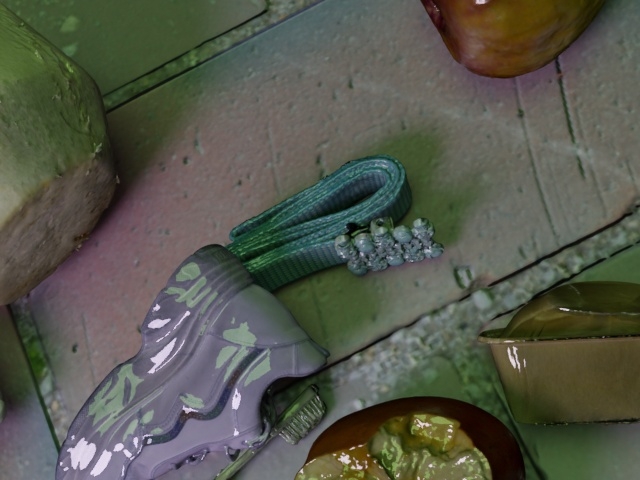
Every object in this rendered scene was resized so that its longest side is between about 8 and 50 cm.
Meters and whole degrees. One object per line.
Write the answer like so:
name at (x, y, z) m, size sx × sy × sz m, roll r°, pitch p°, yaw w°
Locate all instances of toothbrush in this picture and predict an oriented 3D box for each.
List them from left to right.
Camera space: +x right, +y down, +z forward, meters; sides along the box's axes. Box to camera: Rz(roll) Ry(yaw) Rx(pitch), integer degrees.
toothbrush at (-0.103, 0.225, 0.891) m, size 0.294 × 0.026 × 0.028 m, roll -43°, pitch 84°, yaw -4°

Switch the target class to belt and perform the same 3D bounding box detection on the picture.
belt at (0.001, 0.002, 0.926) m, size 0.179 × 0.065 × 0.100 m, roll -27°, pitch 60°, yaw 5°

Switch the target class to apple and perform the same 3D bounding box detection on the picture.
apple at (0.062, 0.190, 0.807) m, size 0.158 × 0.147 × 0.156 m, roll 9°, pitch 107°, yaw 25°

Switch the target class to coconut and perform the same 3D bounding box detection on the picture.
coconut at (-0.309, -0.080, 0.926) m, size 0.247 × 0.245 × 0.245 m, roll 39°, pitch 84°, yaw 13°

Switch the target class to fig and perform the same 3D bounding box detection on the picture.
fig at (0.203, -0.233, 0.930) m, size 0.257 × 0.159 × 0.159 m, roll -21°, pitch 67°, yaw -17°

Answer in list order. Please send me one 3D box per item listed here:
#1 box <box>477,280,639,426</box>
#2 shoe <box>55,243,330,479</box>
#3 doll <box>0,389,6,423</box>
box at (0.208, 0.082, 0.831) m, size 0.177 × 0.111 × 0.111 m, roll -3°, pitch 72°, yaw 11°
shoe at (-0.103, 0.135, 0.878) m, size 0.138 × 0.095 × 0.245 m, roll 35°, pitch 94°, yaw 14°
doll at (-0.391, 0.119, 0.947) m, size 0.293 × 0.119 × 0.138 m, roll 9°, pitch 32°, yaw 19°
